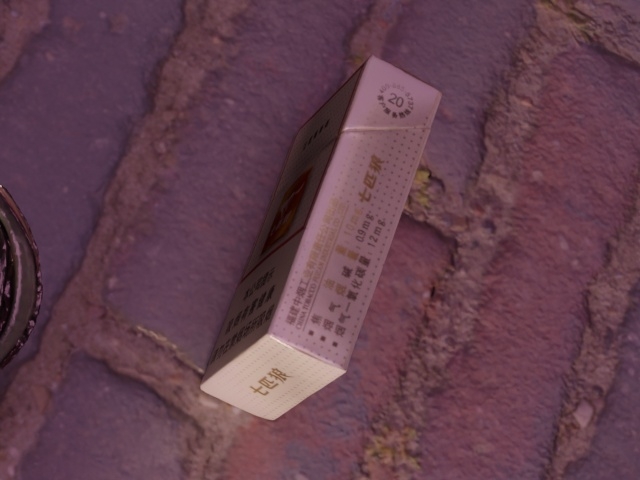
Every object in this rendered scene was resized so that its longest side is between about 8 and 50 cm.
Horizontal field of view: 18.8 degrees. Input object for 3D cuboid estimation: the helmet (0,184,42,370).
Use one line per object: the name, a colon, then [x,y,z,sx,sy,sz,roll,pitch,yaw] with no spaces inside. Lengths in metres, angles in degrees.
helmet: [-0.432,0.041,1.791,0.338,0.197,0.270,4,78,-12]

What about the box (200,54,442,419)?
box: [0.000,0.000,1.974,0.095,0.210,0.330,27,64,-12]
